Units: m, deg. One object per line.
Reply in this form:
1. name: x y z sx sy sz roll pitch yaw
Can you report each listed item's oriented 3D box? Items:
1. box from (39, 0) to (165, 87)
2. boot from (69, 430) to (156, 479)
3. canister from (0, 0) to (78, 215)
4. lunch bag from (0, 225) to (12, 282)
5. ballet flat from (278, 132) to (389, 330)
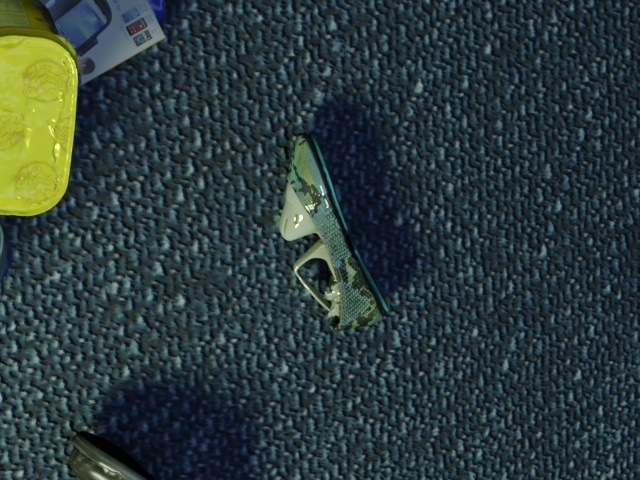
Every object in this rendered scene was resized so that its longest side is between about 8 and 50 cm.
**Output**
1. box: -0.185 -0.171 1.210 0.136 0.028 0.081 -32 115 -13
2. boot: -0.195 0.313 1.296 0.229 0.091 0.263 -41 119 -12
3. canister: -0.219 -0.104 1.103 0.073 0.170 0.126 3 109 -16
4. lunch bag: -0.341 0.002 1.097 0.219 0.090 0.176 34 78 0
5. ballet flat: 0.000 0.000 1.329 0.070 0.070 0.188 -30 111 -17
